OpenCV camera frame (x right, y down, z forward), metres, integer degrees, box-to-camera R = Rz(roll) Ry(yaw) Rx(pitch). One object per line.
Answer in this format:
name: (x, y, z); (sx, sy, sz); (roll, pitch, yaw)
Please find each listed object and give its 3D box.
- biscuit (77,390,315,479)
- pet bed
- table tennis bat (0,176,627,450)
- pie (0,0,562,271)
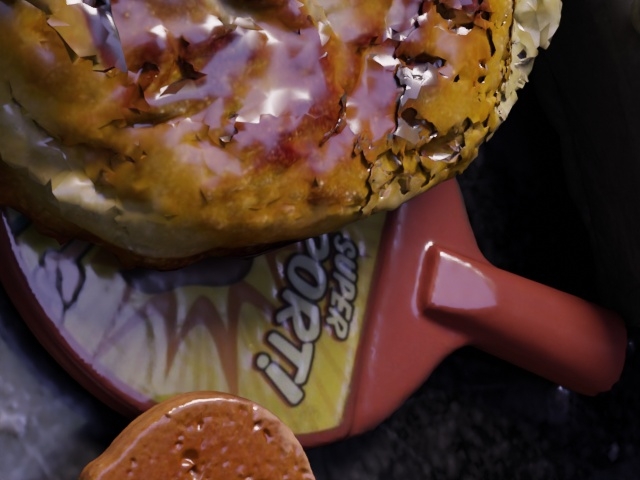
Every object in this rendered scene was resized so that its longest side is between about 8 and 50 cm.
biscuit: (-0.040, 0.121, 0.661); (0.102, 0.019, 0.130); (-23, 104, -25)
pet bed: (0.184, -0.068, 0.777); (0.159, 0.183, 0.211); (-12, 85, -38)
table tennis bat: (0.000, 0.000, 0.726); (0.310, 0.038, 0.200); (22, 69, -26)
pie: (-0.029, -0.130, 0.636); (0.308, 0.085, 0.308); (-10, 110, -29)
